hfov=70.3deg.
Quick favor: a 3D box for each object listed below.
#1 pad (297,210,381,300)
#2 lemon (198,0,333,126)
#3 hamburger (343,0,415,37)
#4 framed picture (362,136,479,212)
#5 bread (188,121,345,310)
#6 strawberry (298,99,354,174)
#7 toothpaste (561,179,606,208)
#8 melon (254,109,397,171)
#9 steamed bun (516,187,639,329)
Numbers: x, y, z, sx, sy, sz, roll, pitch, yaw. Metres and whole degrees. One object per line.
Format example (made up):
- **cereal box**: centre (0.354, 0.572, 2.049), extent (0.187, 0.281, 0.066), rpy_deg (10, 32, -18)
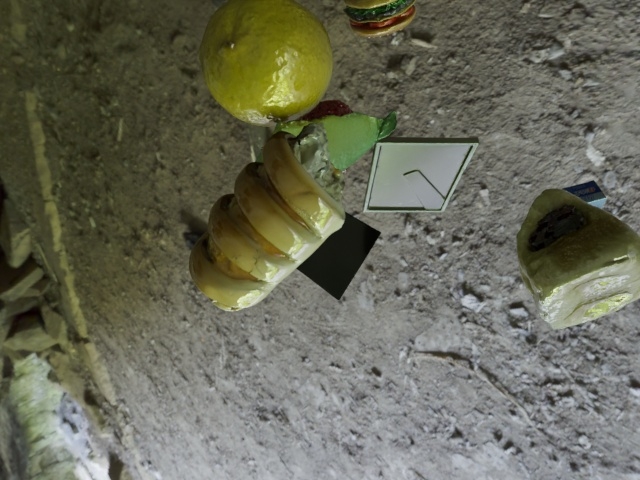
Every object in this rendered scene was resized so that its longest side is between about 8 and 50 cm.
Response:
- **pad**: centre (0.000, 0.000, 0.768), extent (0.190, 0.004, 0.127), rpy_deg (34, 93, 37)
- **lemon**: centre (-0.071, -0.251, 0.644), extent (0.178, 0.203, 0.179), rpy_deg (6, 103, 28)
- **hamburger**: centre (0.127, -0.508, 0.974), extent (0.162, 0.162, 0.115), rpy_deg (27, 150, 38)
- **framed picture**: centre (0.183, -0.120, 0.894), extent (0.250, 0.183, 0.016), rpy_deg (89, -179, -65)
- **bread**: centre (-0.045, -0.018, 0.386), extent (0.084, 0.119, 0.177), rpy_deg (37, 108, -19)
- **strawberry**: centre (0.006, -0.240, 1.048), extent (0.184, 0.202, 0.186), rpy_deg (33, 168, -19)
- **toothpaste**: centre (0.522, -0.015, 0.962), extent (0.272, 0.066, 0.053), rpy_deg (69, -174, -53)
- **melon**: centre (0.008, -0.145, 0.665), extent (0.053, 0.261, 0.114), rpy_deg (40, 145, 39)
- **steamed bun**: centre (0.327, 0.012, 0.599), extent (0.140, 0.172, 0.156), rpy_deg (-26, 52, 18)
